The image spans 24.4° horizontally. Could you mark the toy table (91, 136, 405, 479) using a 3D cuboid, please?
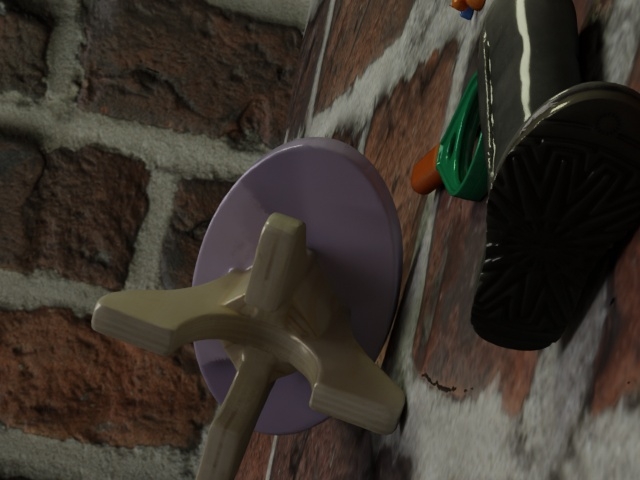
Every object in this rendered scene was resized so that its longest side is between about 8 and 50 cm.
[{"bbox_3d":[-0.041,0.067,1.204,0.161,0.252,0.274,-55,-29,-63],"label":"toy table"}]

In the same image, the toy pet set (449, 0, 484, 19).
[{"bbox_3d":[0.109,-0.249,1.163,0.114,0.065,0.122,155,126,-82],"label":"toy pet set"}]

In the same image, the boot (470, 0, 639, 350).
[{"bbox_3d":[0.121,-0.071,0.766,0.189,0.076,0.208,113,174,-49],"label":"boot"}]

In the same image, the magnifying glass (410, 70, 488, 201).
[{"bbox_3d":[0.101,-0.065,1.090,0.231,0.026,0.092,145,136,-78],"label":"magnifying glass"}]
